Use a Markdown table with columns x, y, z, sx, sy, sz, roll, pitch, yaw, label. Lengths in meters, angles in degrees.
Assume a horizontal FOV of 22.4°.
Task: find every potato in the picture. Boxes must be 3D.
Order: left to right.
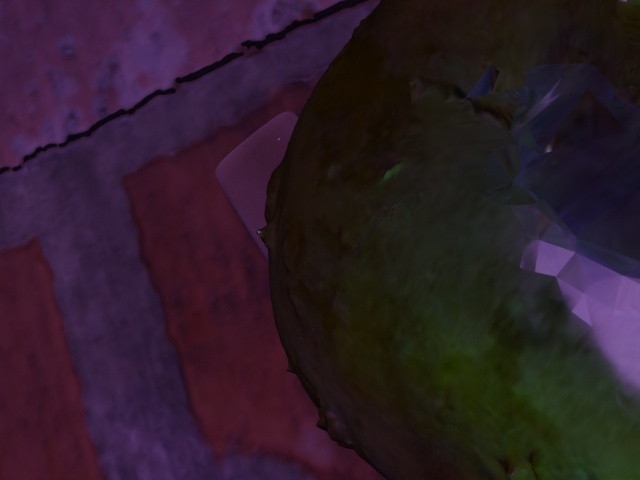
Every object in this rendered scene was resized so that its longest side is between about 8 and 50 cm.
| x | y | z | sx | sy | sz | roll | pitch | yaw | label |
| --- | --- | --- | --- | --- | --- | --- | --- | --- | --- |
| 0.110 | 0.024 | 0.536 | 0.210 | 0.173 | 0.307 | -43 | 62 | -7 | potato |

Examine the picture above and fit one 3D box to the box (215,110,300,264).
| x | y | z | sx | sy | sz | roll | pitch | yaw | label |
| --- | --- | --- | --- | --- | --- | --- | --- | --- | --- |
| 0.000 | 0.000 | 0.670 | 0.048 | 0.025 | 0.115 | -35 | 63 | 6 | box |
